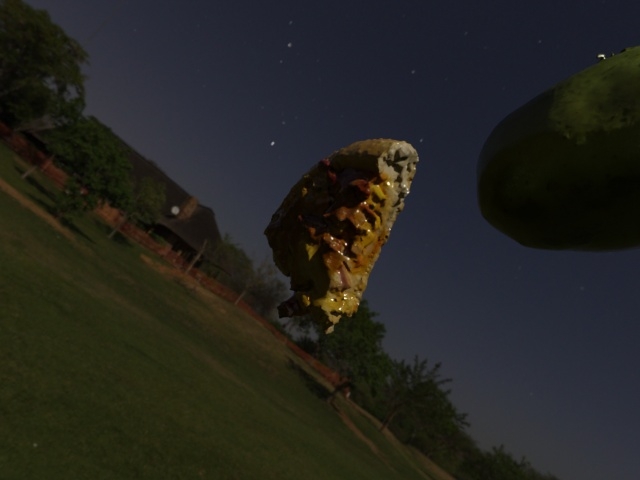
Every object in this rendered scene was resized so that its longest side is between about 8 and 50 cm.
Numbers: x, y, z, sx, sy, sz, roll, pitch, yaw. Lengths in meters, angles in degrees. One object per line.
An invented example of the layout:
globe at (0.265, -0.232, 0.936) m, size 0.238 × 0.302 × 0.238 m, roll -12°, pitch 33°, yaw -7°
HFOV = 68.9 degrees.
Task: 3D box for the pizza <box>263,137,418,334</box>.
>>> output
pizza at (0.000, 0.000, 0.574) m, size 0.081 × 0.228 × 0.289 m, roll 14°, pitch -26°, yaw -35°

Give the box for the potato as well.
potato at (0.322, -0.090, 0.500) m, size 0.304 × 0.215 × 0.216 m, roll -25°, pitch -55°, yaw 37°
